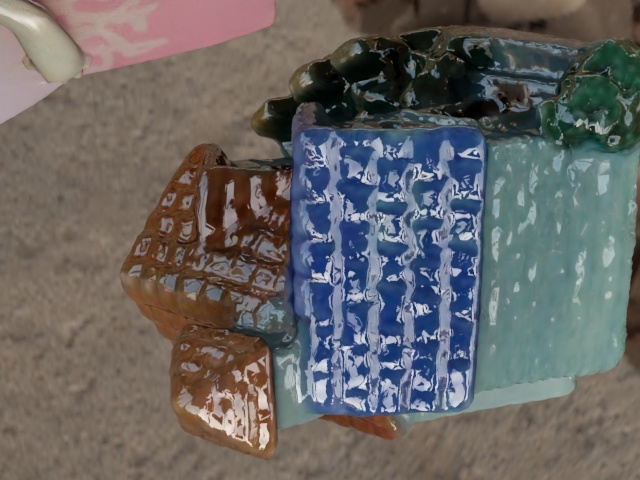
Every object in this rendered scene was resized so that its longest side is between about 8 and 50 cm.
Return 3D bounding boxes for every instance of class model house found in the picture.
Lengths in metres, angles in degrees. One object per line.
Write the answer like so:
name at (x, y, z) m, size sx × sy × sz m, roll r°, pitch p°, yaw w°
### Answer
model house at (0.000, 0.000, 1.083) m, size 0.329 × 0.252 × 0.295 m, roll -16°, pitch 22°, yaw -42°

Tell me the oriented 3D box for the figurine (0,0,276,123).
figurine at (-0.113, -0.132, 0.611) m, size 0.260 × 0.103 × 0.205 m, roll -14°, pitch 107°, yaw -35°
